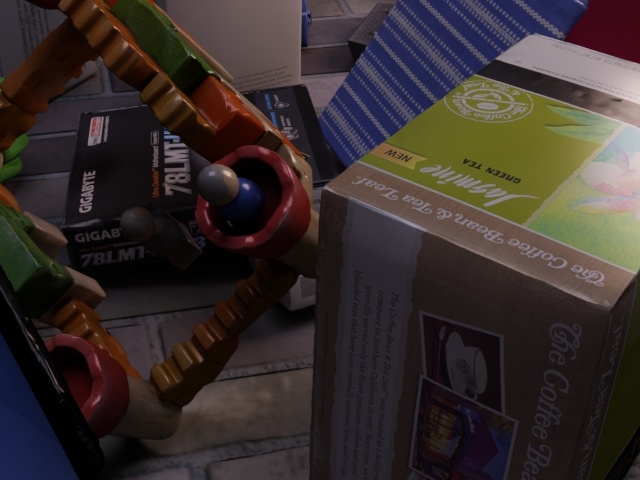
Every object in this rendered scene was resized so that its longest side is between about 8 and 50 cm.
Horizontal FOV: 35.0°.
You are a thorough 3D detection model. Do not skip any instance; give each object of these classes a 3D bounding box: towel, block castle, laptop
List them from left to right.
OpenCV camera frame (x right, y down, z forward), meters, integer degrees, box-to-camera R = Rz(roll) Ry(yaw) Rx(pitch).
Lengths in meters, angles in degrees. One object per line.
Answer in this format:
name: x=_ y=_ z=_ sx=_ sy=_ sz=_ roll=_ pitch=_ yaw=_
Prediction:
laptop: x=-0.269 y=0.092 z=0.734 sx=0.137 sy=0.264 sz=0.234 roll=-30 pitch=69 yaw=-16
block castle: x=-0.218 y=-0.068 z=0.911 sx=0.303 sy=0.213 sz=0.453 roll=-44 pitch=61 yaw=5
towel: x=0.143 y=-0.200 z=1.199 sx=0.040 sy=0.336 sz=0.243 roll=16 pitch=28 yaw=-43

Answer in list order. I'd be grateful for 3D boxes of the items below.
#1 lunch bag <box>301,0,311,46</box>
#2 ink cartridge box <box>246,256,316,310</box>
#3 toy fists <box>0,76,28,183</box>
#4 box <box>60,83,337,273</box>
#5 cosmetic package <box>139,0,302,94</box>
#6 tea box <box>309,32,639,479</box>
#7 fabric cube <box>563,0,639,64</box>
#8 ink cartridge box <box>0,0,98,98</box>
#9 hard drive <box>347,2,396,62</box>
lunch bag: x=-0.046 y=-0.342 z=1.584 sx=0.065 sy=0.067 sz=0.098 roll=-1 pitch=35 yaw=-5
ink cartridge box: x=0.000 y=0.000 z=1.150 sx=0.181 sy=0.056 sz=0.225 roll=-15 pitch=21 yaw=-21
toy fists: x=-0.434 y=-0.183 z=1.169 sx=0.142 sy=0.279 sz=0.096 roll=-15 pitch=27 yaw=0
box: x=-0.140 y=-0.083 z=1.183 sx=0.293 sy=0.073 sz=0.295 roll=-7 pitch=31 yaw=-4
cosmetic package: x=-0.135 y=-0.327 z=1.307 sx=0.197 sy=0.365 sz=0.155 roll=-14 pitch=39 yaw=-22
tea box: x=0.169 y=0.058 z=0.824 sx=0.220 sy=0.329 sz=0.323 roll=24 pitch=41 yaw=26
fabric cube: x=0.393 y=-0.220 z=1.212 sx=0.258 sy=0.254 sz=0.259 roll=39 pitch=34 yaw=29
ink cartridge box: x=-0.444 y=-0.275 z=1.355 sx=0.122 sy=0.211 sz=0.289 roll=18 pitch=38 yaw=23
hard drive: x=0.184 y=-0.294 z=1.540 sx=0.255 sy=0.054 sz=0.172 roll=13 pitch=38 yaw=15
